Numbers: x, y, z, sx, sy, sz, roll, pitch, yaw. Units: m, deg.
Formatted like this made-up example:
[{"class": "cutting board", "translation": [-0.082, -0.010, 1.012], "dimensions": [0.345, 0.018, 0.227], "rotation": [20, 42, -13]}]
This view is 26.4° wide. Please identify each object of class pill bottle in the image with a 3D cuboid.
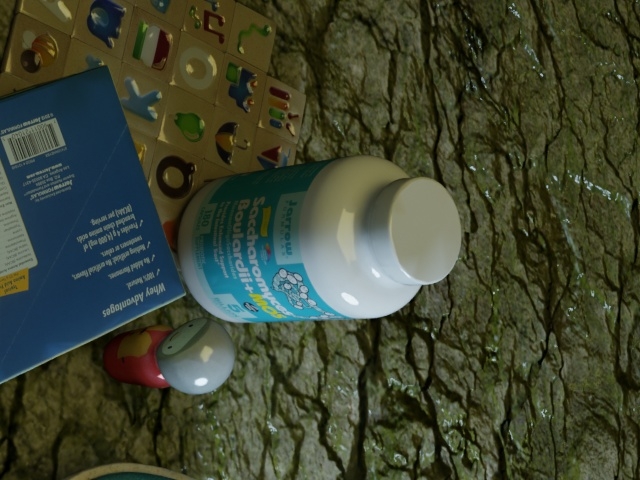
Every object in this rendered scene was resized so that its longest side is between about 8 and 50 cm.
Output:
[{"class": "pill bottle", "translation": [0.000, 0.000, 1.243], "dimensions": [0.146, 0.264, 0.146], "rotation": [6, 82, -43]}]

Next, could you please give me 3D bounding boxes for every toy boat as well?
[{"class": "toy boat", "translation": [-0.146, 0.225, 1.174], "dimensions": [0.267, 0.148, 0.318], "rotation": [13, 76, -41]}]

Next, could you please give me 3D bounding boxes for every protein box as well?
[{"class": "protein box", "translation": [-0.251, -0.011, 1.103], "dimensions": [0.199, 0.136, 0.201], "rotation": [-26, 104, -38]}]

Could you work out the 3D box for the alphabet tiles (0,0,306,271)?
[{"class": "alphabet tiles", "translation": [-0.153, -0.123, 1.302], "dimensions": [0.342, 0.011, 0.285], "rotation": [23, 71, -39]}]
